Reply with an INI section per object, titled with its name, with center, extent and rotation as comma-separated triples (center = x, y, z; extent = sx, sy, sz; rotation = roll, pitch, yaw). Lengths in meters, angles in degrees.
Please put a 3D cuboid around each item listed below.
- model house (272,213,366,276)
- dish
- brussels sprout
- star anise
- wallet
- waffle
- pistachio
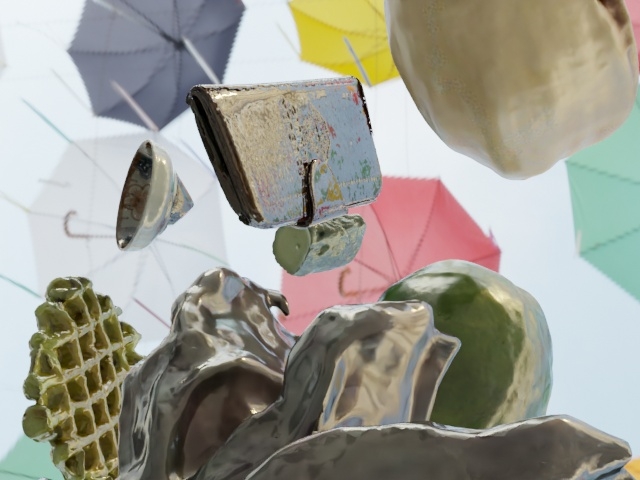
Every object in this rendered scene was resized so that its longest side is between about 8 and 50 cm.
[model house]
center = 0.000, 0.000, 1.271
extent = 0.083, 0.078, 0.066
rotation = -7, -132, -34
[dish]
center = -0.192, -0.047, 1.387
extent = 0.078, 0.141, 0.141
rotation = 15, -111, -22
[brussels sprout]
center = 0.092, 0.092, 0.775
extent = 0.144, 0.180, 0.161
rotation = -25, -71, 19
[star anise]
center = -0.034, 0.154, 0.401
extent = 0.316, 0.139, 0.359
rotation = -38, -135, 32
[wallet]
center = -0.015, -0.081, 1.020
extent = 0.031, 0.255, 0.137
rotation = -20, -91, 32
[waffle]
center = -0.183, 0.123, 0.917
extent = 0.036, 0.169, 0.183
rotation = -16, -136, 17
[pistachio]
center = 0.120, -0.145, 0.724
extent = 0.157, 0.229, 0.157
rotation = -15, -138, 13
